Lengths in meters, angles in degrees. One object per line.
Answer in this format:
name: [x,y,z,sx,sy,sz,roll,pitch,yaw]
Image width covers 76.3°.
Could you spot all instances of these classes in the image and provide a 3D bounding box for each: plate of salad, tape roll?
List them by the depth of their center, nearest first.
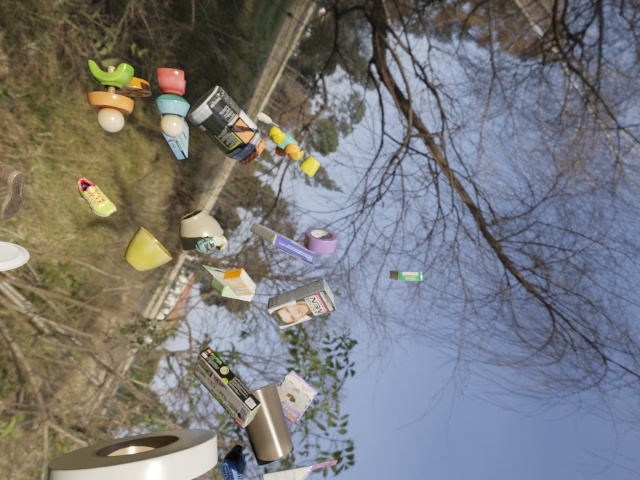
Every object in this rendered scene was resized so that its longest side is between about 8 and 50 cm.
tape roll: [-0.461,0.554,1.029,0.392,0.393,0.071,-28,-117,57]
plate of salad: [-1.139,0.060,1.423,0.199,0.200,0.048,-99,-153,-64]
tape roll: [0.000,0.000,2.345,0.189,0.189,0.080,-101,-160,-65]

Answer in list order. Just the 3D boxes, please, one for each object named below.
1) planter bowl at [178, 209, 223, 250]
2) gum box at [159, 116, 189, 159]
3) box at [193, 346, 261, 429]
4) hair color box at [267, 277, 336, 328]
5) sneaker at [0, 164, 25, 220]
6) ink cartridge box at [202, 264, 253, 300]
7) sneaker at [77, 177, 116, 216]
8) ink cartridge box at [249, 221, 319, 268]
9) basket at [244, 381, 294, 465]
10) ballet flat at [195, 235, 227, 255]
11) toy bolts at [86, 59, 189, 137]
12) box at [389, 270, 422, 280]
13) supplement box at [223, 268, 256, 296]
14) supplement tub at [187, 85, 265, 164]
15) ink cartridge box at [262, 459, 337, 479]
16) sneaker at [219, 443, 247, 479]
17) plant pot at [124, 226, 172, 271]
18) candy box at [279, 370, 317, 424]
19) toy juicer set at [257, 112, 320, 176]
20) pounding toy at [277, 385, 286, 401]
planter bowl: [-0.456,-0.046,1.506,0.162,0.109,0.162,-18,-159,7]
gum box: [-0.548,-0.426,1.538,0.156,0.041,0.184,76,3,-55]
box: [-0.251,0.389,1.076,0.036,0.207,0.114,-31,155,-45]
hair color box: [-0.111,0.386,2.471,0.375,0.185,0.113,-21,-148,11]
sneaker: [-1.006,-0.156,1.309,0.188,0.071,0.066,-58,177,20]
ink cartridge box: [-0.439,0.197,1.895,0.235,0.171,0.056,27,-87,42]
sneaker: [-0.931,-0.180,1.680,0.081,0.209,0.094,-46,168,-33]
ink cartridge box: [-0.173,0.024,2.127,0.307,0.304,0.072,25,-93,46]
basket: [-0.187,0.616,1.377,0.154,0.226,0.204,-18,164,-14]
ballet flat: [-0.336,0.012,1.316,0.070,0.070,0.188,-57,178,4]
toy bolts: [-0.454,-0.345,1.054,0.218,0.229,0.158,-157,-112,-79]
box: [0.371,0.154,1.800,0.179,0.105,0.043,137,-46,-83]
supplement box: [-0.253,0.133,1.280,0.062,0.098,0.036,-10,-133,17]
supplement tub: [-0.400,-0.492,1.781,0.194,0.316,0.193,-29,-145,23]
ink cartridge box: [-0.061,0.755,1.298,0.189,0.233,0.066,91,-6,-58]
sneaker: [-0.295,0.819,1.428,0.090,0.082,0.232,-47,147,-54]
plant pot: [-0.538,0.039,1.249,0.095,0.134,0.134,-44,-165,-12]
candy box: [-0.133,0.764,1.984,0.196,0.165,0.070,-60,162,23]
toy juicer set: [-0.158,-0.374,1.554,0.089,0.209,0.329,-48,-117,12]
pounding toy: [-0.260,0.715,1.828,0.141,0.130,0.100,-41,-118,18]
